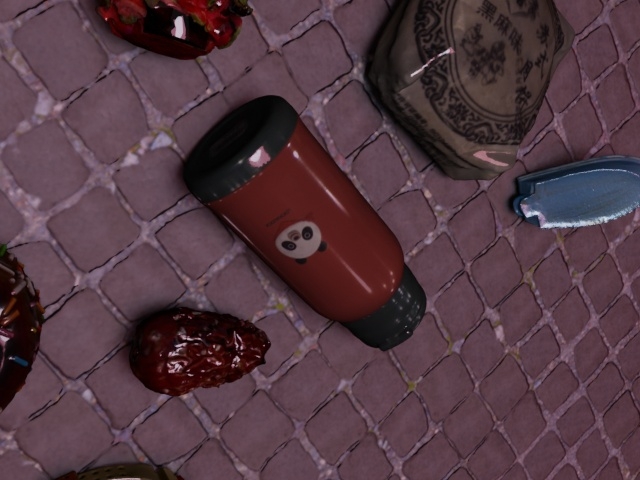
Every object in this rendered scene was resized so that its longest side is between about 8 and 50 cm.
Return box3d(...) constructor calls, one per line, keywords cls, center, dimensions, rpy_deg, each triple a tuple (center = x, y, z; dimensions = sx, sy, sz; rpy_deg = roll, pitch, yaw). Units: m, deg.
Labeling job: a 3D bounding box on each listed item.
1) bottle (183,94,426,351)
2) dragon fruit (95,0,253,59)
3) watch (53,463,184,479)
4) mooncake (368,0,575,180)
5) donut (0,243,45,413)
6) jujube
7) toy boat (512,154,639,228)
box3d(cls="bottle", center=(0.000, 0.000, 0.851), dimensions=(0.144, 0.144, 0.336), rpy_deg=(-48, 119, -13))
box3d(cls="dragon fruit", center=(-0.132, -0.271, 0.722), dimensions=(0.166, 0.160, 0.172), rpy_deg=(12, 89, 12))
box3d(cls="watch", center=(-0.259, 0.334, 0.803), dimensions=(0.268, 0.102, 0.165), rpy_deg=(8, 88, -21))
box3d(cls="mooncake", center=(0.195, -0.229, 0.922), dimensions=(0.254, 0.136, 0.250), rpy_deg=(34, 78, -30))
box3d(cls="donut", center=(-0.379, 0.092, 0.685), dimensions=(0.235, 0.089, 0.235), rpy_deg=(-5, 101, -27))
box3d(cls="jujube", center=(-0.138, 0.127, 0.824), dimensions=(0.166, 0.104, 0.104), rpy_deg=(15, 91, -44))
box3d(cls="toy boat", center=(0.387, -0.080, 1.067), dimensions=(0.215, 0.102, 0.088), rpy_deg=(-11, 109, 13))
